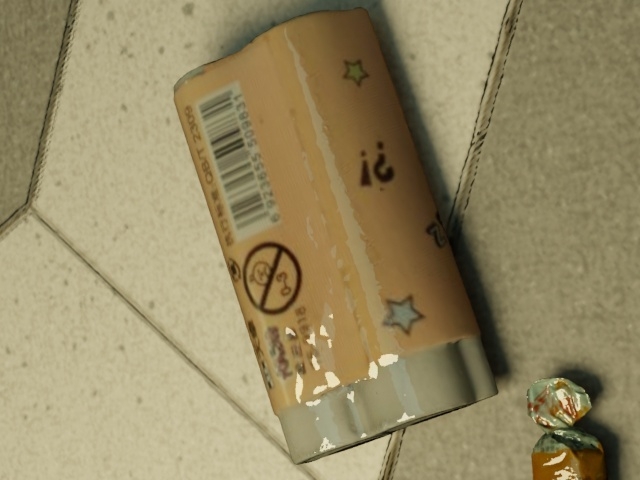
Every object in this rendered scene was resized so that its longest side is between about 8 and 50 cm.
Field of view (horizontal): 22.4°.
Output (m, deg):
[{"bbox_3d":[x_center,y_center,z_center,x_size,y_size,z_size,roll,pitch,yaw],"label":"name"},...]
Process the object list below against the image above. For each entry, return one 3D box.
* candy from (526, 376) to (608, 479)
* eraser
[{"bbox_3d":[0.168,0.182,1.077,0.053,0.046,0.182,-5,84,34],"label":"candy"},{"bbox_3d":[0.000,0.000,1.149,0.171,0.087,0.291,-25,78,32],"label":"eraser"}]
